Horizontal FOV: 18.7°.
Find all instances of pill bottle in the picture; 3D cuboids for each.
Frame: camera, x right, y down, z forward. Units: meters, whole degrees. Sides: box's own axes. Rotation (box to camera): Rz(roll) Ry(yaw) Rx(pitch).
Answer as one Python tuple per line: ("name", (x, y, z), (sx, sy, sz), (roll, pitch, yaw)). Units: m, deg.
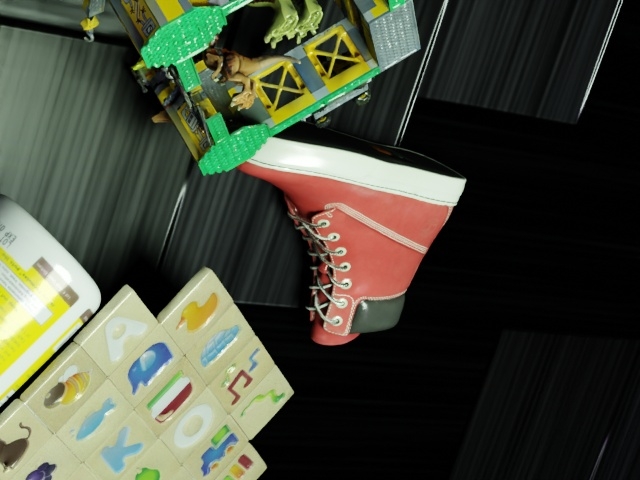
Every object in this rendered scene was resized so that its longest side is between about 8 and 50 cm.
("pill bottle", (-0.269, 0.076, 1.395), (0.215, 0.117, 0.117), (-45, 132, -10))

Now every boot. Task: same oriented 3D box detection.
("boot", (0.000, 0.000, 1.587), (0.244, 0.088, 0.176), (15, 105, -45))

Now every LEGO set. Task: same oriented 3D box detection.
("LEGO set", (-0.059, -0.210, 1.366), (0.255, 0.192, 0.331), (-33, 162, 4))

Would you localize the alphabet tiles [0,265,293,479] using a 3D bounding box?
("alphabet tiles", (-0.151, 0.175, 1.542), (0.285, 0.011, 0.342), (-47, 149, -11))
